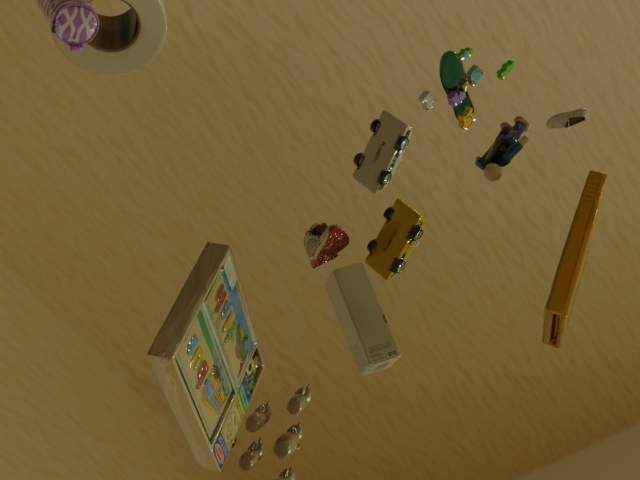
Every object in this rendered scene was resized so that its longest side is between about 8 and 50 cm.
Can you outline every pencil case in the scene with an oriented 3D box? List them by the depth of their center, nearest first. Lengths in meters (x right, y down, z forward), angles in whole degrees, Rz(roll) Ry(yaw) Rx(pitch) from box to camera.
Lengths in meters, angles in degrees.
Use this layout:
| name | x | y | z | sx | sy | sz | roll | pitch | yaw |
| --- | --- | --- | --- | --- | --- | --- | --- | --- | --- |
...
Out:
| name | x | y | z | sx | sy | sz | roll | pitch | yaw |
| --- | --- | --- | --- | --- | --- | --- | --- | --- | --- |
| pencil case | -0.462 | -0.417 | 1.597 | 0.086 | 0.088 | 0.206 | -11 | -143 | -22 |

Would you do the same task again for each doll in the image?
| name | x | y | z | sx | sy | sz | roll | pitch | yaw |
| --- | --- | --- | --- | --- | --- | --- | --- | --- | --- |
| doll | 0.381 | -0.190 | 1.833 | 0.129 | 0.046 | 0.189 | -21 | -154 | 44 |

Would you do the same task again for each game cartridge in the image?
| name | x | y | z | sx | sy | sz | roll | pitch | yaw |
| --- | --- | --- | --- | --- | --- | --- | --- | --- | --- |
| game cartridge | 0.550 | 0.049 | 1.904 | 0.053 | 0.285 | 0.323 | 18 | -105 | 18 |

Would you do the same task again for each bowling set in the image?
| name | x | y | z | sx | sy | sz | roll | pitch | yaw |
| --- | --- | --- | --- | --- | --- | --- | --- | --- | --- |
| bowling set | -0.136 | 0.455 | 2.077 | 0.154 | 0.200 | 0.286 | -15 | 121 | -78 |

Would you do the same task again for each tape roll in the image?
| name | x | y | z | sx | sy | sz | roll | pitch | yaw |
| --- | --- | --- | --- | --- | --- | --- | --- | --- | --- |
| tape roll | -0.461 | -0.505 | 1.915 | 0.246 | 0.246 | 0.169 | -32 | -139 | 14 |

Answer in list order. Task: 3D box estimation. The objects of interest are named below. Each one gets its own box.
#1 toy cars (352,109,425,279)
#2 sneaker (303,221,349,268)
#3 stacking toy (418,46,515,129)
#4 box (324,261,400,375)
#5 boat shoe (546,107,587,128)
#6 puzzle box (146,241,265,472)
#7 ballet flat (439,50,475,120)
| name | x | y | z | sx | sy | sz | roll | pitch | yaw |
| --- | --- | --- | --- | --- | --- | --- | --- | --- | --- |
| toy cars | 0.174 | -0.107 | 2.083 | 0.177 | 0.393 | 0.087 | -8 | 180 | 40 |
| sneaker | 0.000 | 0.000 | 2.098 | 0.088 | 0.092 | 0.225 | -25 | 173 | -19 |
| stacking toy | 0.383 | -0.404 | 2.312 | 0.221 | 0.052 | 0.167 | -50 | -132 | -7 |
| box | 0.107 | 0.206 | 2.308 | 0.094 | 0.275 | 0.113 | -14 | 160 | -19 |
| boat shoe | 0.597 | -0.289 | 2.137 | 0.100 | 0.035 | 0.035 | -14 | -140 | 24 |
| puzzle box | -0.209 | 0.236 | 1.720 | 0.052 | 0.408 | 0.272 | 10 | -129 | 18 |
| ballet flat | 0.401 | -0.446 | 2.598 | 0.077 | 0.221 | 0.079 | -18 | 177 | 7 |
